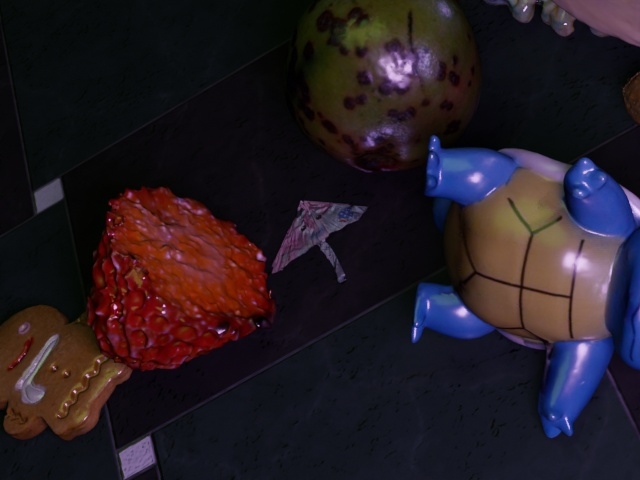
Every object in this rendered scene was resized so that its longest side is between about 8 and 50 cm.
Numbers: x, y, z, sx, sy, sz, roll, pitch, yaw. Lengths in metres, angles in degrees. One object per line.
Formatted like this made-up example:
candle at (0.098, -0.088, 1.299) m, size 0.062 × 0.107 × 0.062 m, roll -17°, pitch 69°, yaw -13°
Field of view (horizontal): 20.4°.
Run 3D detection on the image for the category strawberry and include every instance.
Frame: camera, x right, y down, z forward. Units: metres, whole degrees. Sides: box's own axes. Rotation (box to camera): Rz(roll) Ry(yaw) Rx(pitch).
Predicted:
strawberry at (-0.177, 0.066, 2.048) m, size 0.178 × 0.234 × 0.234 m, roll -50°, pitch 35°, yaw 32°

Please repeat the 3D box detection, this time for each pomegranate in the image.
pomegranate at (0.090, -0.226, 2.015) m, size 0.242 × 0.242 × 0.306 m, roll 20°, pitch 81°, yaw 43°

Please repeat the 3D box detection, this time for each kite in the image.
kite at (0.000, 0.000, 2.073) m, size 0.139 × 0.011 × 0.157 m, roll -37°, pitch 41°, yaw 7°

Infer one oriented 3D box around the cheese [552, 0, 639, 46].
cheese at (0.409, -0.356, 1.948) m, size 0.328 × 0.129 × 0.351 m, roll 19°, pitch 69°, yaw 22°

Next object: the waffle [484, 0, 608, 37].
waffle at (0.312, -0.390, 2.110) m, size 0.292 × 0.056 × 0.309 m, roll 33°, pitch 90°, yaw 37°

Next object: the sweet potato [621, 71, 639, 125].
sweet potato at (0.405, -0.117, 1.858) m, size 0.081 × 0.062 × 0.233 m, roll -53°, pitch 46°, yaw 7°

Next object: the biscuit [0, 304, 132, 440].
biscuit at (-0.334, 0.152, 2.153) m, size 0.249 × 0.035 × 0.184 m, roll 21°, pitch 68°, yaw 44°

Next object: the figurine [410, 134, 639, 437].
figurine at (0.218, 0.025, 1.773) m, size 0.416 × 0.243 × 0.298 m, roll 32°, pitch 120°, yaw 49°
